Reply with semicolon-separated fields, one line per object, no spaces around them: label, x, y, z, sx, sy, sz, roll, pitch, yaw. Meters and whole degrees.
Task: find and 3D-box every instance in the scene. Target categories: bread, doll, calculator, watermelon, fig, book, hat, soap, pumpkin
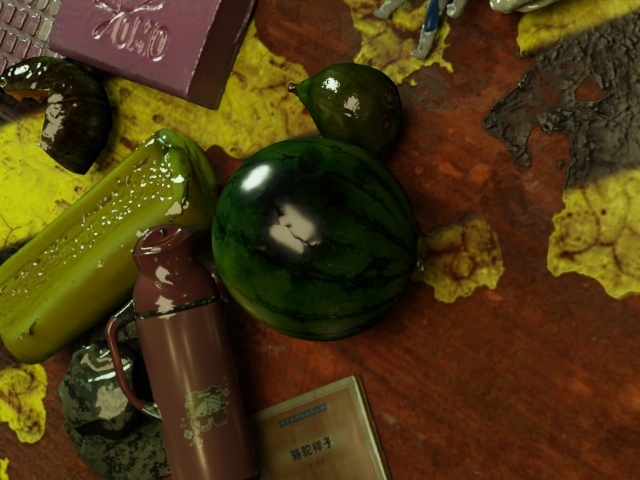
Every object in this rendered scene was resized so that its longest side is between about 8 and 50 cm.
bread;-0.282;0.016;1.546;0.383;0.112;0.166;-38;53;17
doll;0.151;-0.332;1.381;0.227;0.057;0.114;-51;59;30
calculator;-0.479;-0.326;1.733;0.294;0.043;0.194;27;95;23
watermelon;-0.005;-0.002;1.341;0.242;0.242;0.242;-3;82;26
fig;0.027;-0.171;1.431;0.177;0.117;0.117;38;102;48
book;0.009;0.304;1.420;0.170;0.018;0.241;-25;74;23
hat;-0.264;0.194;1.513;0.266;0.128;0.265;-3;82;22
soap;-0.229;-0.299;1.577;0.259;0.081;0.181;24;95;27
pumpkin;-0.352;-0.191;1.607;0.107;0.119;0.183;-44;73;15

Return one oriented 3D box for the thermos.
thermos;-0.174;0.145;1.425;0.136;0.109;0.330;-10;96;14

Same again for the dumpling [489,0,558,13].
dumpling;0.264;-0.350;1.330;0.181;0.111;0.155;-18;43;14
